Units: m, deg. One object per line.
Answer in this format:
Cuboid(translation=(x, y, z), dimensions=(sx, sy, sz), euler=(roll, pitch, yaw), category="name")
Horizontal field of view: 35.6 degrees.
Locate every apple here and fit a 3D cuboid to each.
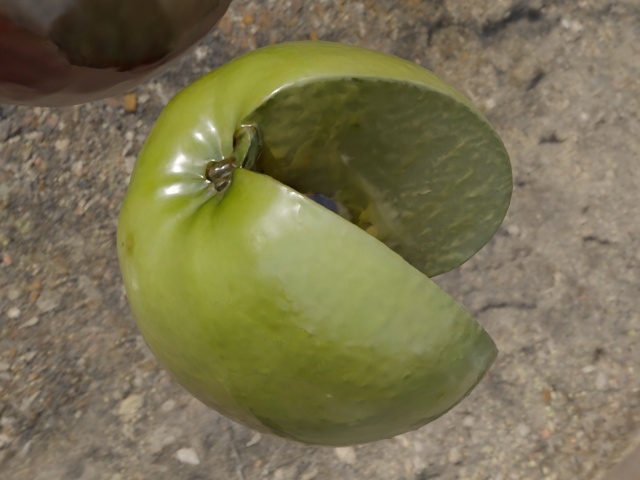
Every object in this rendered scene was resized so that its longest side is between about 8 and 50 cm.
Cuboid(translation=(0.000, 0.000, 0.710), dimensions=(0.254, 0.292, 0.291), euler=(38, 48, -45), category="apple")

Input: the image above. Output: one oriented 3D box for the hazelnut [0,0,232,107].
Cuboid(translation=(-0.216, -0.305, 0.749), dimensions=(0.359, 0.359, 0.409), euler=(34, 68, -17), category="hazelnut")
